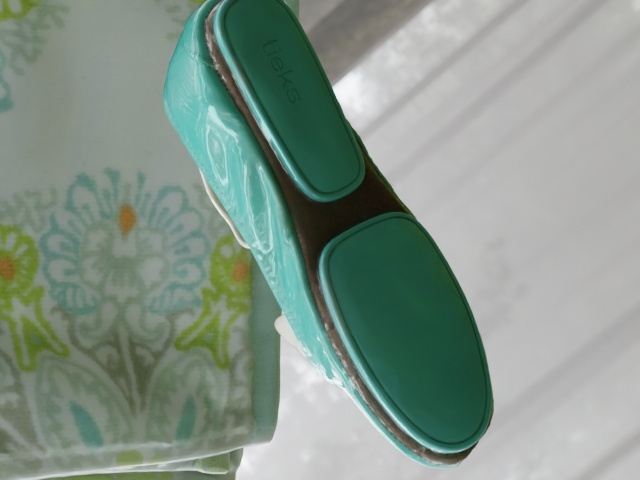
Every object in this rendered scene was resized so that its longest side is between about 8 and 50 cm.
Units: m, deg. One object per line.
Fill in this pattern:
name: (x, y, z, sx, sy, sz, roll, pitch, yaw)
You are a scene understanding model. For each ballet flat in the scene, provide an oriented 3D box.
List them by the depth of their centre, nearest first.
ballet flat: (0.000, 0.000, 0.783, 0.083, 0.087, 0.247, -23, -98, -34)

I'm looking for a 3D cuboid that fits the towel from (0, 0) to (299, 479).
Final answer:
towel: (-0.167, -0.036, 0.943, 0.320, 0.375, 0.090, 1, -179, -33)
